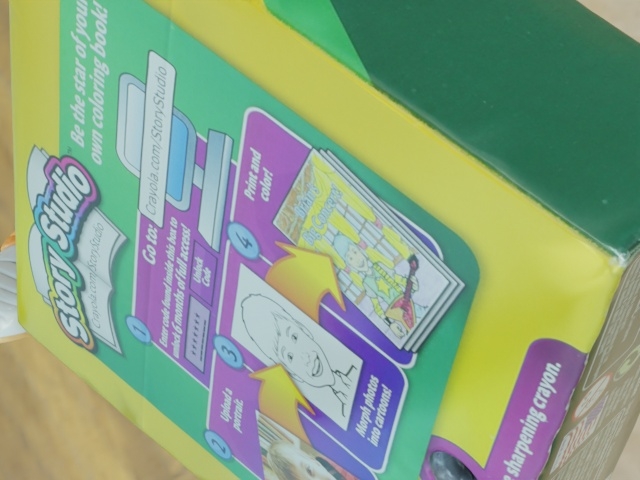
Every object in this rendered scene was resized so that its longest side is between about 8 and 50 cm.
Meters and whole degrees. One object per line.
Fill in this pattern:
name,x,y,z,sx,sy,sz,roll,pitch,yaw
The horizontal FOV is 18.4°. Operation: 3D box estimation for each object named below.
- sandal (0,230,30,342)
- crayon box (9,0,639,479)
sandal,-0.155,0.036,1.208,0.102,0.265,0.076,4,108,20
crayon box,0.000,0.000,0.897,0.313,0.106,0.363,38,148,19
